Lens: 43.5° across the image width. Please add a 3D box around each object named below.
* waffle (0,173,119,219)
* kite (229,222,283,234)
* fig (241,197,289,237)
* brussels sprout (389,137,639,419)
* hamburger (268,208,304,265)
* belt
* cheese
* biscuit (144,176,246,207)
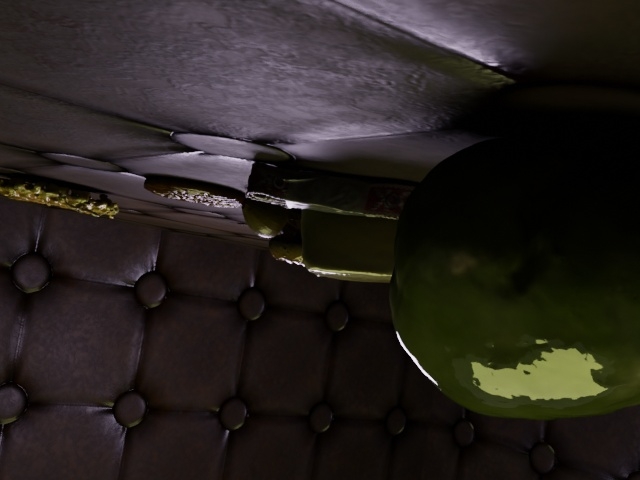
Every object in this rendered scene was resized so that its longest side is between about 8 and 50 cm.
[{"bbox_3d":[-0.625,-0.106,1.893,0.281,0.060,0.262,14,177,-37],"label":"waffle"},{"bbox_3d":[-0.150,-0.029,2.220,0.183,0.010,0.160,12,176,-39],"label":"kite"},{"bbox_3d":[-0.101,-0.047,1.400,0.088,0.074,0.074,32,166,-27],"label":"fig"},{"bbox_3d":[0.192,0.027,0.688,0.274,0.242,0.316,-15,179,3],"label":"brussels sprout"},{"bbox_3d":[0.000,0.000,1.522,0.186,0.113,0.177,13,174,-35],"label":"hamburger"},{"bbox_3d":[0.021,-0.059,1.040,0.232,0.053,0.071,9,180,10],"label":"belt"},{"bbox_3d":[0.103,0.004,1.195,0.243,0.123,0.265,-1,175,5],"label":"cheese"},{"bbox_3d":[-0.226,-0.084,1.453,0.188,0.027,0.188,9,175,1],"label":"biscuit"}]
